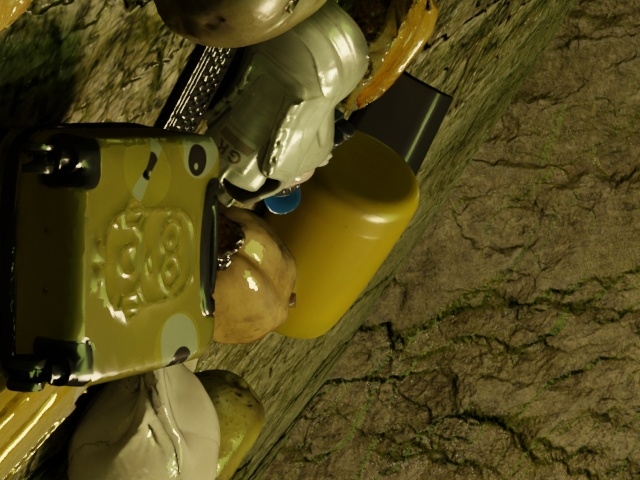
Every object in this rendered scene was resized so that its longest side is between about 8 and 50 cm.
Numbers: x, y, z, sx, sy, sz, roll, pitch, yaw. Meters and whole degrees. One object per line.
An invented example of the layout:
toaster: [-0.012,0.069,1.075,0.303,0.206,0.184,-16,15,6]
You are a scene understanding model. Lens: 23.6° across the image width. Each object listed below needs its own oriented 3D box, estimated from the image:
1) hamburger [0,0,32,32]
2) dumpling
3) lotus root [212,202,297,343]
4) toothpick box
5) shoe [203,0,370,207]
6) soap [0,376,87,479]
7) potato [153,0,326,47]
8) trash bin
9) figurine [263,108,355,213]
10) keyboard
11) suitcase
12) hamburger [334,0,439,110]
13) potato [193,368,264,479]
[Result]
hamburger: [-0.207,-0.157,0.932,0.083,0.044,0.076,-45,166,-40]
dumpling: [-0.200,0.224,1.811,0.260,0.181,0.341,-76,157,-48]
lotus root: [-0.101,0.032,1.729,0.257,0.140,0.154,69,25,-68]
toothpick box: [0.000,0.000,2.005,0.175,0.175,0.271,-43,166,-53]
shoe: [-0.055,-0.126,1.534,0.159,0.124,0.316,-45,166,-22]
soap: [-0.306,0.155,1.284,0.315,0.091,0.199,-51,170,-31]
potato: [-0.064,-0.215,1.093,0.137,0.154,0.200,-27,-176,15]
trash bin: [0.093,-0.130,2.203,0.225,0.115,0.165,-60,170,9]
figurine: [-0.028,-0.095,1.742,0.149,0.087,0.086,-41,-179,45]
keyboard: [-0.135,-0.112,1.471,0.250,0.017,0.087,-61,168,15]
suitcase: [-0.183,0.006,1.150,0.235,0.143,0.194,-8,102,-61]
hamburger: [0.044,-0.233,1.712,0.185,0.113,0.177,-48,174,-8]
potato: [-0.182,0.283,2.060,0.228,0.148,0.197,-49,-156,12]
